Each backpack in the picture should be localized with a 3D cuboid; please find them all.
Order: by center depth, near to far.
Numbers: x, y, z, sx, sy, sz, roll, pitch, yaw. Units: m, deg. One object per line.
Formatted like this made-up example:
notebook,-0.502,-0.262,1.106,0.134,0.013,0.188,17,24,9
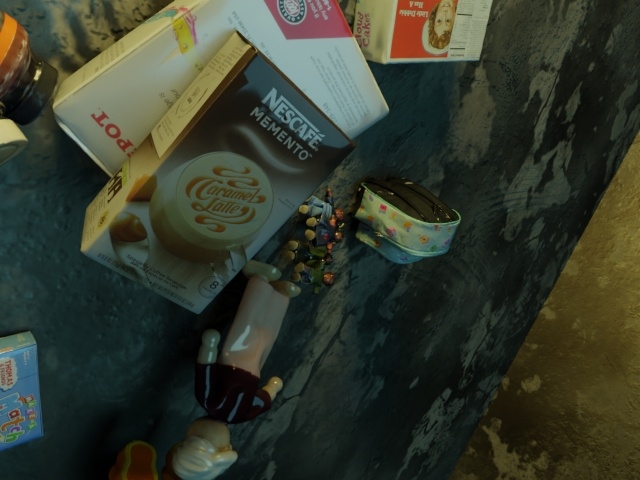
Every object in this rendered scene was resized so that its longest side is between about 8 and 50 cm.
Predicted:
backpack,0.171,-0.035,0.973,0.165,0.188,0.145,-7,117,-43

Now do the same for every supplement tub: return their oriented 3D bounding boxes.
supplement tub,-0.346,-0.186,0.442,0.106,0.106,0.198,-57,139,-2

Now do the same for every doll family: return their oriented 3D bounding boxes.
doll family,0.000,0.000,0.908,0.111,0.076,0.193,14,97,-45

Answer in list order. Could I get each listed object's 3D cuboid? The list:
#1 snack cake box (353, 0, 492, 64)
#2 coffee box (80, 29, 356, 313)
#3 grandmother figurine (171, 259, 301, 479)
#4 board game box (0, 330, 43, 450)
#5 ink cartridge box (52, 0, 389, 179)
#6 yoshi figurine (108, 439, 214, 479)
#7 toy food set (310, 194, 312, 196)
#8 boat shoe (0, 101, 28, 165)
snack cake box,0.182,-0.391,0.852,0.264,0.089,0.152,-17,126,-37
coffee box,-0.107,-0.064,0.505,0.246,0.098,0.141,-47,125,10
grandmother figurine,-0.134,0.215,0.801,0.208,0.104,0.342,41,58,-34
board game box,-0.466,0.213,0.606,0.211,0.039,0.160,-10,120,-40
ink cartridge box,-0.108,-0.169,0.583,0.306,0.131,0.226,-33,126,1
yoshi figurine,-0.310,0.505,0.762,0.362,0.203,0.203,-58,174,10
toy food set,-0.093,-0.167,0.733,0.232,0.104,0.111,31,103,-31
boat shoe,-0.407,-0.043,0.381,0.324,0.116,0.097,-29,104,-7
